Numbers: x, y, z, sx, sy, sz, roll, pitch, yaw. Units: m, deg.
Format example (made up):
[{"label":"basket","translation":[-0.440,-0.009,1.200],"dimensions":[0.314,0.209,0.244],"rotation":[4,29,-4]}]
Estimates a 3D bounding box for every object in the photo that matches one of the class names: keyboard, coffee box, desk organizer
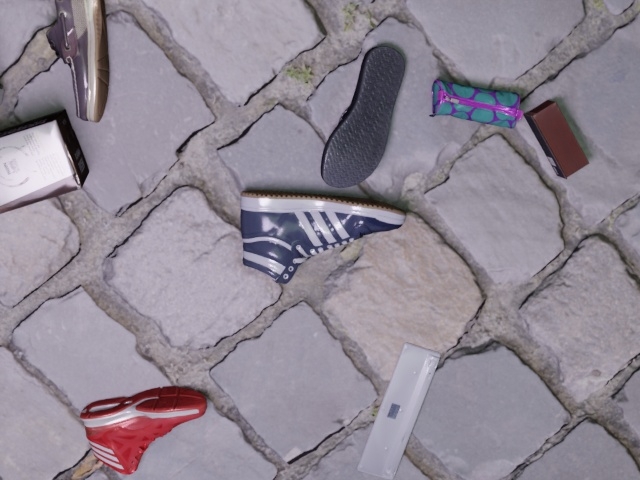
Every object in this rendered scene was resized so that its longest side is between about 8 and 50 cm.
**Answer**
[{"label":"keyboard","translation":[0.142,0.312,2.088],"dimensions":[0.072,0.014,0.256],"rotation":[19,99,-5]},{"label":"coffee box","translation":[-0.534,-0.104,1.839],"dimensions":[0.297,0.168,0.118],"rotation":[-18,103,-2]},{"label":"desk organizer","translation":[0.410,-0.176,1.996],"dimensions":[0.050,0.047,0.130],"rotation":[-32,104,-2]}]

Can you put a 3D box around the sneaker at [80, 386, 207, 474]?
[{"label":"sneaker","translation":[-0.300,0.335,2.015],"dimensions":[0.221,0.087,0.128],"rotation":[-6,111,7]}]

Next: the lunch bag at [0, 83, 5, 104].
[{"label":"lunch bag","translation":[-0.630,-0.277,1.755],"dimensions":[0.287,0.235,0.168],"rotation":[20,96,-10]}]

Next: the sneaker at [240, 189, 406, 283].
[{"label":"sneaker","translation":[0.000,0.000,1.957],"dimensions":[0.282,0.099,0.153],"rotation":[5,97,-1]}]

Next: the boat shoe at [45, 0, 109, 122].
[{"label":"boat shoe","translation":[-0.393,-0.332,1.846],"dimensions":[0.092,0.103,0.285],"rotation":[-2,98,-1]}]

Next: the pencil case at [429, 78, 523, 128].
[{"label":"pencil case","translation":[0.263,-0.231,1.955],"dimensions":[0.152,0.070,0.064],"rotation":[8,101,-9]}]

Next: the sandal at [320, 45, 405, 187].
[{"label":"sandal","translation":[0.075,-0.205,1.955],"dimensions":[0.097,0.054,0.254],"rotation":[24,89,-18]}]
